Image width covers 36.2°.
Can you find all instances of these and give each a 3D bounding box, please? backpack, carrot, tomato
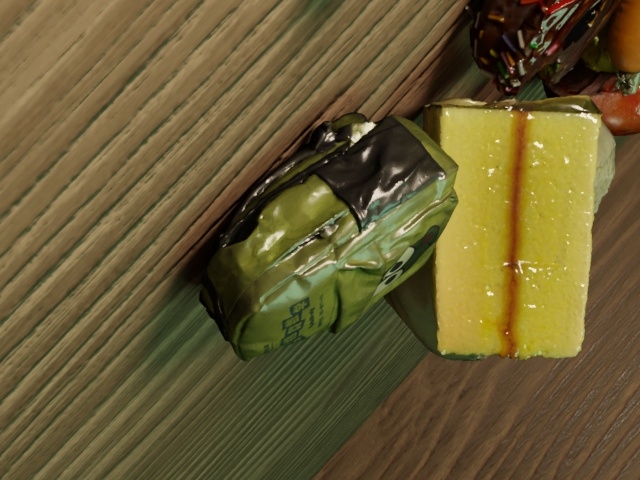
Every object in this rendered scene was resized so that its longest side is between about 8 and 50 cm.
[{"bbox_3d":[0.000,0.000,0.899,0.253,0.140,0.207,-34,161,-21],"label":"backpack"},{"bbox_3d":[0.360,-0.318,1.046,0.069,0.069,0.336,-27,128,-52],"label":"carrot"},{"bbox_3d":[0.422,-0.214,1.332,0.236,0.095,0.237,-22,-156,11],"label":"tomato"}]

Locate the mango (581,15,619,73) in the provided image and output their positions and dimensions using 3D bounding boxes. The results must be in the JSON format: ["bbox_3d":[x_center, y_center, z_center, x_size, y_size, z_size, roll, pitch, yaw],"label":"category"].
[{"bbox_3d":[0.396,-0.288,1.207,0.156,0.151,0.248,-12,-158,50],"label":"mango"}]

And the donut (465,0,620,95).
[{"bbox_3d":[0.236,-0.249,0.981,0.230,0.096,0.216,-30,156,-48],"label":"donut"}]

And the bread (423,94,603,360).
[{"bbox_3d":[0.187,-0.022,1.032,0.163,0.167,0.264,-87,180,-82],"label":"bread"}]

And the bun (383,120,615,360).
[{"bbox_3d":[0.210,-0.024,1.262,0.360,0.211,0.360,-45,160,-22],"label":"bun"}]
